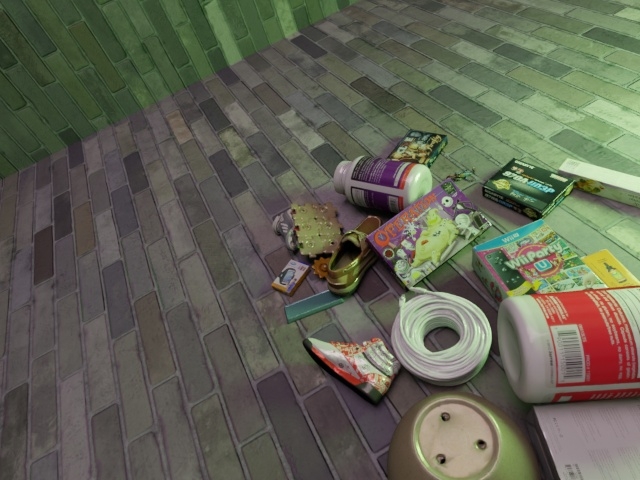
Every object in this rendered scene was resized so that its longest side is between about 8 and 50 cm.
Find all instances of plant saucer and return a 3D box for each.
[{"bbox_3d":[-0.024,0.201,1.426,0.192,0.018,0.067,-20,46,1],"label":"plant saucer"}]

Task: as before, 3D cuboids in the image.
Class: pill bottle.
[{"bbox_3d":[0.613,0.215,0.954,0.408,0.229,0.229,-6,47,7],"label":"pill bottle"},{"bbox_3d":[0.213,-0.198,1.583,0.323,0.181,0.181,16,57,32],"label":"pill bottle"}]

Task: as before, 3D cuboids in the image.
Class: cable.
[{"bbox_3d":[0.317,0.258,1.196,0.257,0.089,0.257,7,53,25],"label":"cable"}]

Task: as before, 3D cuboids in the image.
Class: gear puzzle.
[{"bbox_3d":[0.000,0.000,1.573,0.175,0.044,0.339,-4,51,-13],"label":"gear puzzle"}]

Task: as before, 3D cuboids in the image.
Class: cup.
[{"bbox_3d":[0.284,0.449,0.931,0.331,0.237,0.331,-11,46,12],"label":"cup"}]

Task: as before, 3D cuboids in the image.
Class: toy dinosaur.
[{"bbox_3d":[0.512,-0.242,1.611,0.082,0.047,0.090,-23,32,-27],"label":"toy dinosaur"}]

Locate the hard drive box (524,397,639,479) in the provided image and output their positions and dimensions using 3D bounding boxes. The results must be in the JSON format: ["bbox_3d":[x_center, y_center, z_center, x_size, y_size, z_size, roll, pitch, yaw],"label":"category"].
[{"bbox_3d":[0.573,0.428,0.919,0.232,0.089,0.181,-6,47,4],"label":"hard drive box"}]

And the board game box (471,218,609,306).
[{"bbox_3d":[0.586,0.110,1.214,0.224,0.097,0.303,-23,48,-2],"label":"board game box"}]

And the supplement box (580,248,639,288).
[{"bbox_3d":[0.766,0.133,1.147,0.078,0.080,0.233,-20,47,1],"label":"supplement box"}]

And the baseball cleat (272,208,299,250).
[{"bbox_3d":[-0.125,-0.029,1.650,0.109,0.072,0.206,-21,39,21],"label":"baseball cleat"}]

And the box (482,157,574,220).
[{"bbox_3d":[0.675,-0.171,1.473,0.175,0.051,0.220,-39,47,-15],"label":"box"}]

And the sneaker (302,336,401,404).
[{"bbox_3d":[0.088,0.314,1.233,0.270,0.090,0.145,29,63,34],"label":"sneaker"}]

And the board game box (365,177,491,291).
[{"bbox_3d":[0.338,-0.023,1.408,0.347,0.056,0.208,-36,72,-12],"label":"board game box"}]

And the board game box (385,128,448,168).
[{"bbox_3d":[0.364,-0.333,1.746,0.165,0.042,0.243,20,59,34],"label":"board game box"}]

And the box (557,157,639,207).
[{"bbox_3d":[0.900,-0.168,1.378,0.324,0.063,0.067,28,65,38],"label":"box"}]

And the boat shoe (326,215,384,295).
[{"bbox_3d":[0.119,0.028,1.450,0.123,0.120,0.324,10,49,28],"label":"boat shoe"}]

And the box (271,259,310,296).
[{"bbox_3d":[-0.095,0.120,1.520,0.081,0.028,0.136,18,59,33],"label":"box"}]
